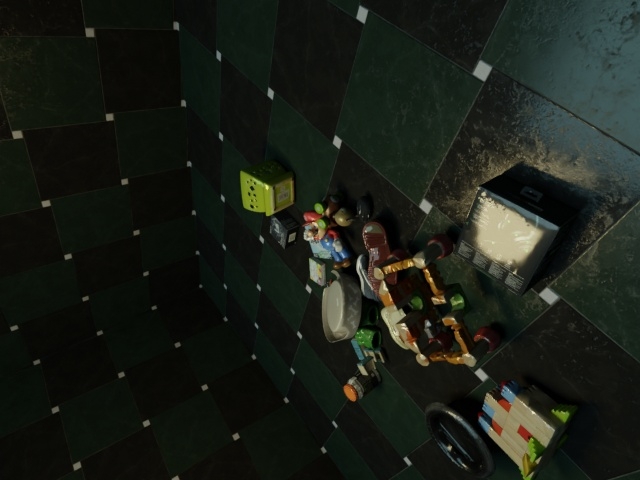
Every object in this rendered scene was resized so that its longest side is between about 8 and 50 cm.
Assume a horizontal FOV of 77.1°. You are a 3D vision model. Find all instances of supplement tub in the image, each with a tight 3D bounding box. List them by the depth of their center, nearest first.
[{"bbox_3d":[0.222,0.762,2.143,0.117,0.190,0.117,32,135,40],"label":"supplement tub"}]

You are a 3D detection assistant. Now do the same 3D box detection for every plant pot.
[{"bbox_3d":[-0.263,-0.269,2.111,0.207,0.228,0.227,28,133,33],"label":"plant pot"}]

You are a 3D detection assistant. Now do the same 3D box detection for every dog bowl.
[{"bbox_3d":[0.102,0.321,1.967,0.349,0.102,0.349,-176,90,-75],"label":"dog bowl"}]

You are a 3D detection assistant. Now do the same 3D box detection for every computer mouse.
[{"bbox_3d":[0.203,-0.074,1.725,0.041,0.071,0.242,8,120,41],"label":"computer mouse"}]

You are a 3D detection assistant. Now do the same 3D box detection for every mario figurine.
[{"bbox_3d":[0.013,0.003,1.920,0.198,0.170,0.320,-32,97,25],"label":"mario figurine"}]

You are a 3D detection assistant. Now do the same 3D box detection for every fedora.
[{"bbox_3d":[0.600,0.793,1.669,0.334,0.152,0.334,33,136,39],"label":"fedora"}]

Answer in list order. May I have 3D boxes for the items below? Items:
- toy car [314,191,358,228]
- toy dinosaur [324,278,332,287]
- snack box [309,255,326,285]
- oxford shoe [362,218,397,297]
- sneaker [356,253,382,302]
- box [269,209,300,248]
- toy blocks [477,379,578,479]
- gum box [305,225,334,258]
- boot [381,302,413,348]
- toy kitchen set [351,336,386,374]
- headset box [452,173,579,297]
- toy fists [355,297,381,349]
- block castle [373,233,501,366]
[{"bbox_3d":[0.098,-0.122,1.773,0.188,0.155,0.149,14,123,39],"label":"toy car"},{"bbox_3d":[0.059,0.264,2.181,0.082,0.047,0.090,42,134,1],"label":"toy dinosaur"},{"bbox_3d":[-0.015,0.169,2.219,0.100,0.037,0.141,31,135,42],"label":"snack box"},{"bbox_3d":[0.263,0.073,1.700,0.123,0.130,0.348,-4,106,17],"label":"oxford shoe"},{"bbox_3d":[0.248,0.174,1.804,0.163,0.086,0.226,18,128,52],"label":"sneaker"},{"bbox_3d":[-0.206,-0.066,2.280,0.158,0.093,0.156,46,143,28],"label":"box"},{"bbox_3d":[0.701,0.631,1.427,0.261,0.190,0.381,44,144,47],"label":"toy blocks"},{"bbox_3d":[0.000,0.000,2.081,0.157,0.041,0.184,2,113,54],"label":"gum box"},{"bbox_3d":[0.372,0.368,1.776,0.213,0.077,0.165,59,145,13],"label":"boot"},{"bbox_3d":[0.209,0.590,2.068,0.207,0.166,0.122,-19,96,57],"label":"toy kitchen set"},{"bbox_3d":[0.565,-0.025,1.188,0.246,0.131,0.283,38,139,35],"label":"headset box"},{"bbox_3d":[0.217,0.414,2.007,0.142,0.096,0.279,21,129,50],"label":"toy fists"},{"bbox_3d":[0.427,0.224,1.486,0.303,0.212,0.453,-26,92,54],"label":"block castle"}]
